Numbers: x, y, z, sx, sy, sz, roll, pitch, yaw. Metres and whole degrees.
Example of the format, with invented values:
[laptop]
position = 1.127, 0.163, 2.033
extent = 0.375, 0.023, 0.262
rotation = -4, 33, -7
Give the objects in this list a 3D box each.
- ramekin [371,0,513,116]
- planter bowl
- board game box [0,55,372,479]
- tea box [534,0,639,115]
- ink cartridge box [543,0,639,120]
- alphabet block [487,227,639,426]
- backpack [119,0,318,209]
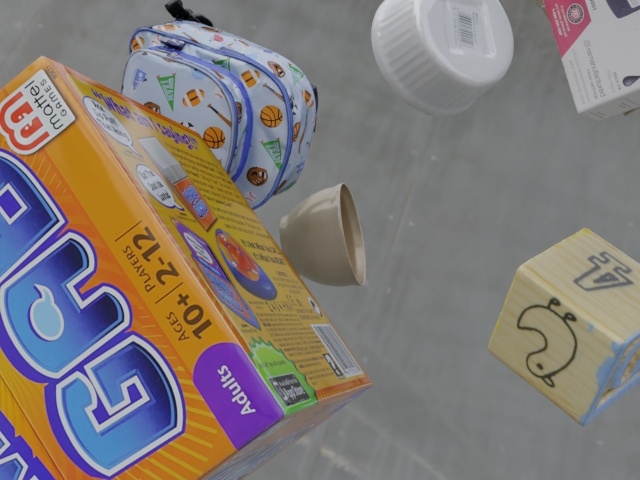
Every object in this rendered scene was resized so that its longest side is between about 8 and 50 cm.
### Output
[ramekin]
position = 0.250, -0.397, 1.937
extent = 0.277, 0.277, 0.135
rotation = 11, -21, -28
[planter bowl]
position = 0.000, 0.000, 1.521
extent = 0.109, 0.162, 0.162
rotation = -11, 7, 13
[board game box]
position = -0.221, 0.106, 0.947
extent = 0.356, 0.356, 0.356
rotation = 55, 9, 12
[tea box]
position = 0.659, -0.489, 1.939
extent = 0.220, 0.323, 0.329
rotation = -25, 72, -26
[ink cartridge box]
position = 0.439, -0.281, 1.281
extent = 0.237, 0.172, 0.100
rotation = -20, -11, 31
[alphabet block]
position = 0.411, 0.130, 1.520
extent = 0.193, 0.192, 0.197
rotation = -24, 50, -38
[backpack]
position = -0.146, -0.165, 1.351
extent = 0.263, 0.276, 0.213
rotation = 15, 26, 10
